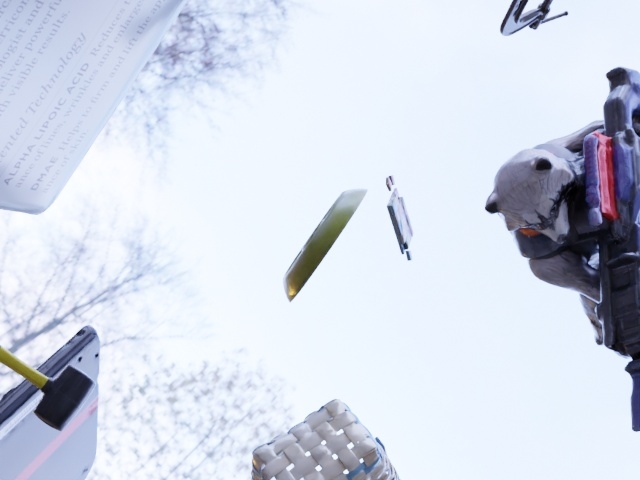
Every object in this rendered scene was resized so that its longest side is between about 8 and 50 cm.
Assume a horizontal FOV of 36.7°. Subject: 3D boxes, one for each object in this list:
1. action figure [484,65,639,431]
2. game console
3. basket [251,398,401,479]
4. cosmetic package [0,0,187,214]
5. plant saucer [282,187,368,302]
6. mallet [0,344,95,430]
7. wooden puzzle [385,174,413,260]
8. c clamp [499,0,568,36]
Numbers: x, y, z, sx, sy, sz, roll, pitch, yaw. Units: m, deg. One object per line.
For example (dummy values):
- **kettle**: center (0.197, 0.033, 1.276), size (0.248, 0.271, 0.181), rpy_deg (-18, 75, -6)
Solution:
- **action figure**: center (0.260, 0.038, 0.891), size (0.178, 0.341, 0.330), rpy_deg (-18, -42, 38)
- **game console**: center (-0.470, 0.350, 1.476), size (0.060, 0.386, 0.342), rpy_deg (21, -53, 16)
- **basket**: center (0.013, 0.415, 1.629), size (0.201, 0.255, 0.289), rpy_deg (44, -23, 41)
- **cosmetic package**: center (-0.165, -0.119, 0.362), size (0.151, 0.183, 0.151), rpy_deg (38, -81, 18)
- **plant saucer**: center (0.000, 0.000, 1.683), size (0.037, 0.241, 0.241), rpy_deg (34, -53, -1)
- **mallet**: center (-0.318, 0.121, 0.950), size (0.189, 0.062, 0.039), rpy_deg (31, -19, -15)
- **wooden puzzle**: center (0.075, -0.020, 0.902), size (0.006, 0.049, 0.083), rpy_deg (-13, -70, 18)
- **c clamp**: center (0.273, -0.306, 1.166), size (0.022, 0.137, 0.161), rpy_deg (52, -23, 19)
